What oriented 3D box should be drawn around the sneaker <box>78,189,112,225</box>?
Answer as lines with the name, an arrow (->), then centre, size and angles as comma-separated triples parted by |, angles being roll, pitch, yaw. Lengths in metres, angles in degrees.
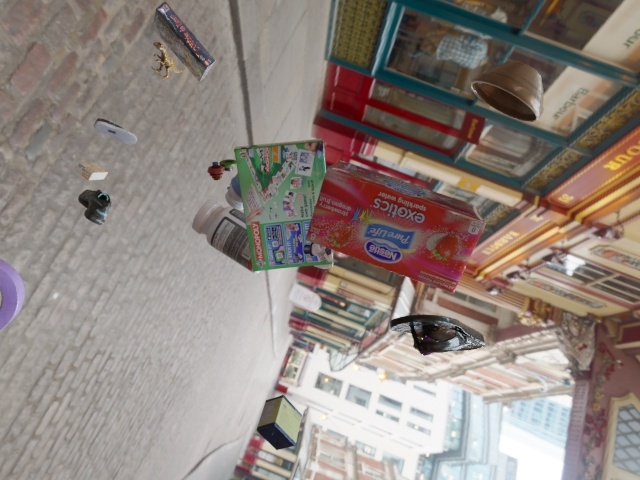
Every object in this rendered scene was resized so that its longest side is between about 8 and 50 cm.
sneaker -> -0.897, -0.155, 1.740 | 0.106, 0.267, 0.101 | -54, 136, 3

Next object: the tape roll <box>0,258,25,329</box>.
tape roll -> -1.135, 0.184, 1.403 | 0.090, 0.274, 0.275 | 14, -99, 67

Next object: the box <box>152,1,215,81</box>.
box -> -0.475, -0.680, 1.495 | 0.044, 0.233, 0.159 | -48, -160, -17

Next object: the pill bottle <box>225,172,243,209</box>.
pill bottle -> -0.189, -0.156, 1.166 | 0.160, 0.087, 0.087 | -41, -166, 32

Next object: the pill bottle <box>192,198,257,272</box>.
pill bottle -> -0.385, -0.026, 1.965 | 0.210, 0.362, 0.210 | -57, 174, -9

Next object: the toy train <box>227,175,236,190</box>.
toy train -> -0.248, -0.151, 1.475 | 0.080, 0.105, 0.184 | -58, 159, -19

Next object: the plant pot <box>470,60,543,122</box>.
plant pot -> 0.593, -0.472, 1.326 | 0.110, 0.237, 0.237 | -58, 180, 10

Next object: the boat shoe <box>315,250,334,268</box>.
boat shoe -> 0.000, 0.000, 1.490 | 0.335, 0.112, 0.096 | 82, 14, -66

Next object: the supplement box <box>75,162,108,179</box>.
supplement box -> -0.839, -0.255, 1.583 | 0.036, 0.062, 0.098 | -52, -177, 11

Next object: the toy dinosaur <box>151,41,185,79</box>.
toy dinosaur -> -0.599, -0.692, 1.709 | 0.112, 0.064, 0.211 | -48, 167, -4

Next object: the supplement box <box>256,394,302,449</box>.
supplement box -> -0.095, 0.428, 1.014 | 0.056, 0.083, 0.083 | -25, -155, 24

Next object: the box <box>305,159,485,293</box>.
box -> 0.121, -0.029, 0.715 | 0.123, 0.256, 0.128 | -52, 161, -69

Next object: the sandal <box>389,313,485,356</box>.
sandal -> 0.402, 0.327, 1.403 | 0.167, 0.445, 0.107 | -29, -129, 41

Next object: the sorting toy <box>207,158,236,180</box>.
sorting toy -> -0.287, -0.203, 1.250 | 0.102, 0.061, 0.042 | -37, 136, -46

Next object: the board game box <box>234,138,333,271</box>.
board game box -> -0.085, -0.083, 1.077 | 0.046, 0.213, 0.318 | -97, -178, -68

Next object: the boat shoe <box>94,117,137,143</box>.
boat shoe -> -0.705, -0.381, 1.491 | 0.049, 0.142, 0.040 | -43, -136, 29
